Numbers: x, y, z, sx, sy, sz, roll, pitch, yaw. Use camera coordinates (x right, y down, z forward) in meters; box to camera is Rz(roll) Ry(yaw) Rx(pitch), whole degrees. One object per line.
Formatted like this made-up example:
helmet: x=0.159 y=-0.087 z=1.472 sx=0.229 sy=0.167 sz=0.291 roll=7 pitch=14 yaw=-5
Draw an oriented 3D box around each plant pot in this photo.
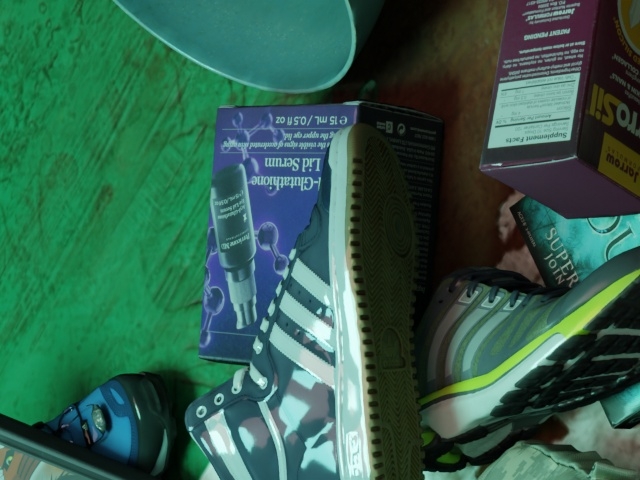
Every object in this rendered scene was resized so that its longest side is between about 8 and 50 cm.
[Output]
plant pot: x=-0.045 y=-0.283 z=1.416 sx=0.290 sy=0.290 sz=0.195 roll=12 pitch=57 yaw=42

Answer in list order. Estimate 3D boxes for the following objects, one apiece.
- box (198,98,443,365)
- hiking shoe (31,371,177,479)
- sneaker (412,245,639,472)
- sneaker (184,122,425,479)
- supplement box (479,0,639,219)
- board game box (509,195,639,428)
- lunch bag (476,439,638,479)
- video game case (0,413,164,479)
box: x=0.000 y=0.000 z=1.422 sx=0.153 sy=0.108 sz=0.207 roll=1 pitch=85 yaw=41
hiking shoe: x=-0.248 y=0.215 z=1.605 sx=0.304 sy=0.132 sz=0.113 roll=-41 pitch=60 yaw=31
sneaker: x=0.133 y=0.064 z=1.267 sx=0.300 sy=0.111 sz=0.121 roll=-37 pitch=59 yaw=47
sneaker: x=-0.014 y=0.062 z=1.292 sx=0.153 sy=0.099 sz=0.282 roll=-8 pitch=78 yaw=31
supplement box: x=0.182 y=-0.120 z=1.246 sx=0.081 sy=0.104 sz=0.188 roll=-5 pitch=67 yaw=42
board game box: x=0.218 y=0.021 z=1.278 sx=0.126 sy=0.026 sz=0.186 roll=-40 pitch=60 yaw=32
lunch bag: x=0.161 y=0.272 z=1.147 sx=0.235 sy=0.169 sz=0.287 roll=-167 pitch=83 yaw=-85
video game case: x=-0.255 y=0.285 z=1.559 sx=0.275 sy=0.035 sz=0.248 roll=22 pitch=104 yaw=3
